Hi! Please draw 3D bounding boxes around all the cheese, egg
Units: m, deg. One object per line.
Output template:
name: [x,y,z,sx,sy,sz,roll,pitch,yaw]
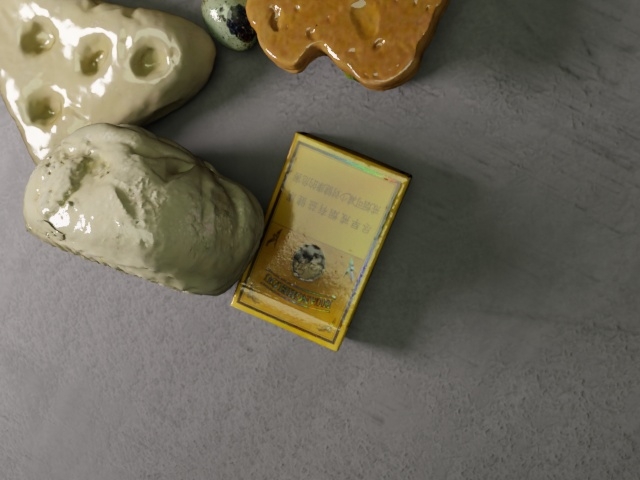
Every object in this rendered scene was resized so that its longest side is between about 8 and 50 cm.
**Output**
cheese: [-0.376,-0.316,1.078,0.351,0.129,0.328,-33,92,13]
egg: [-0.139,-0.348,1.055,0.085,0.085,0.110,-23,89,12]

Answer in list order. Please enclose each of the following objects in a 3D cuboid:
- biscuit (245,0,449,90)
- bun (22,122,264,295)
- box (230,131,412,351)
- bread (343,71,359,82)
biscuit: [0.040,-0.385,0.979,0.312,0.057,0.351,-2,84,16]
bun: [-0.254,-0.053,0.998,0.360,0.360,0.210,20,86,7]
box: [0.000,0.000,1.081,0.193,0.084,0.301,23,101,7]
bread: [0.079,-0.308,1.033,0.130,0.071,0.139,12,100,12]
